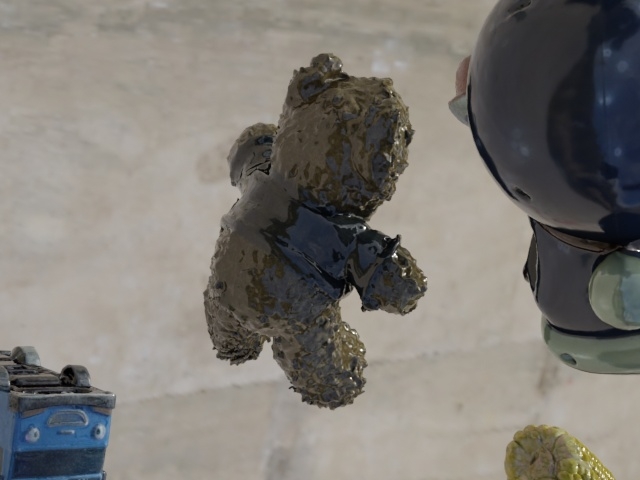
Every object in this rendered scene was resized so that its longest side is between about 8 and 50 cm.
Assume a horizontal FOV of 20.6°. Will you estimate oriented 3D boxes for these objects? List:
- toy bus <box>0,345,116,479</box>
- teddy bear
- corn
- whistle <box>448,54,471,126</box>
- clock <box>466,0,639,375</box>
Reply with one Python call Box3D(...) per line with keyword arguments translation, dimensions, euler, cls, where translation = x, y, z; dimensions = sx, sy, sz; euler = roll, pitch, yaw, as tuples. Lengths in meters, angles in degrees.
Box3D(translation=(-0.301, 0.179, 1.708), dimensions=(0.116, 0.234, 0.133), euler=(3, 95, -36), cls="toy bus")
Box3D(translation=(-0.012, 0.008, 1.134), dimensions=(0.129, 0.182, 0.251), euler=(-27, 141, -51), cls="teddy bear")
Box3D(translation=(0.186, 0.192, 1.224), dimensions=(0.063, 0.085, 0.165), euler=(-51, 134, -10), cls="corn")
Box3D(translation=(0.272, -0.217, 2.288), dimensions=(0.142, 0.346, 0.133), euler=(7, 78, -18), cls="whistle")
Box3D(translation=(0.161, -0.040, 0.952), dimensions=(0.243, 0.147, 0.199), euler=(72, 22, -43), cls="clock")
